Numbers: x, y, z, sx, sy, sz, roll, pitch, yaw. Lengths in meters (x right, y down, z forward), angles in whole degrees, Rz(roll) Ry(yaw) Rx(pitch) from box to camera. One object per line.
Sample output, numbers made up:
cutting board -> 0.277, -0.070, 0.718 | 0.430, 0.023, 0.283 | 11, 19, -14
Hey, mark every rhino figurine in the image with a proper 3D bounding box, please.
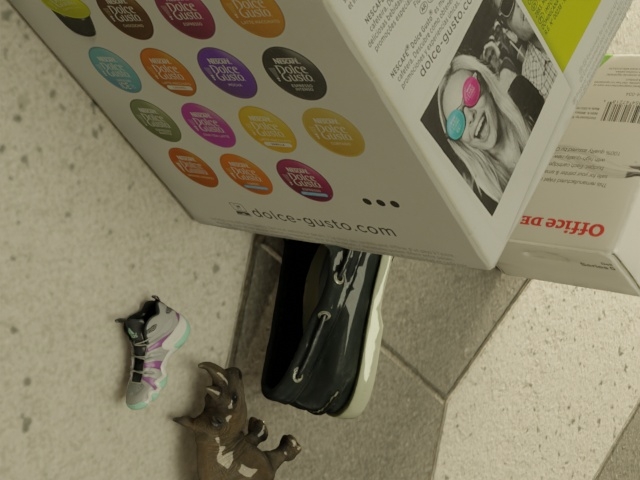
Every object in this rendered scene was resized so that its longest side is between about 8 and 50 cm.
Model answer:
rhino figurine -> -0.073, 0.219, 1.149 | 0.106, 0.073, 0.243 | -40, 123, -41

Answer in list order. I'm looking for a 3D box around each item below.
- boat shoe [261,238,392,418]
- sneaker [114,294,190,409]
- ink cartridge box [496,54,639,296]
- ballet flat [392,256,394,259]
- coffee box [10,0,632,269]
boat shoe -> -0.002, 0.000, 1.164 | 0.113, 0.127, 0.340 | 6, 94, -26
sneaker -> -0.160, 0.094, 1.060 | 0.069, 0.038, 0.098 | 49, 51, -39
ink cartridge box -> 0.328, -0.085, 1.458 | 0.115, 0.198, 0.273 | 43, 64, -44
ballet flat -> 0.065, -0.062, 1.291 | 0.049, 0.057, 0.173 | -3, 100, -7
coffee box -> 0.009, -0.226, 0.971 | 0.338, 0.337, 0.334 | -58, 133, -25
